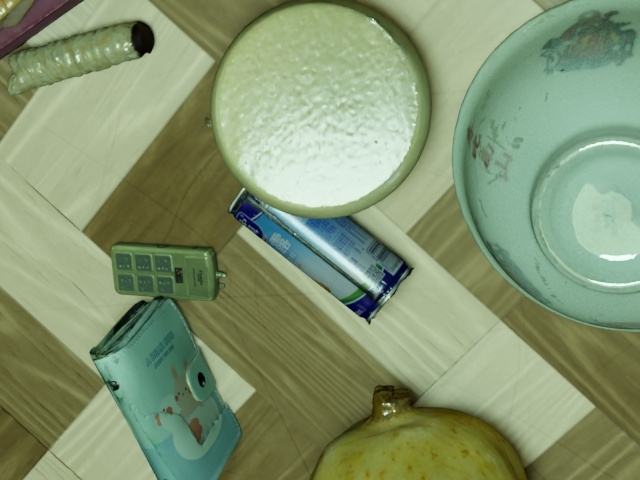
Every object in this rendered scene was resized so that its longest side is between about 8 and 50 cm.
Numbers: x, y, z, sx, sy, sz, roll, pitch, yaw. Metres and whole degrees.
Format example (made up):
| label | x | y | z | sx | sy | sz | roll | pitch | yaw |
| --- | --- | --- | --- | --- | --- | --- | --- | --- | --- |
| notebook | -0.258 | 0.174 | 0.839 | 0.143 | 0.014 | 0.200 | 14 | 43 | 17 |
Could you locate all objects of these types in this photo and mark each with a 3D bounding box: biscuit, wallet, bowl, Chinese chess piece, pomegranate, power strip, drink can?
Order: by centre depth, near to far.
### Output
| label | x | y | z | sx | sy | sz | roll | pitch | yaw |
| --- | --- | --- | --- | --- | --- | --- | --- | --- | --- |
| bowl | 0.346 | -0.056 | 1.489 | 0.435 | 0.196 | 0.434 | 6 | 111 | 15 |
| Chinese chess piece | 0.000 | -0.160 | 1.577 | 0.273 | 0.102 | 0.273 | 0 | 94 | 5 |
| pomegranate | 0.126 | 0.350 | 1.680 | 0.307 | 0.307 | 0.307 | 6 | 111 | 16 |
| drink can | 0.000 | 0.000 | 1.681 | 0.235 | 0.097 | 0.097 | 37 | 117 | 1 |
| biscuit | -0.321 | -0.240 | 1.718 | 0.219 | 0.061 | 0.055 | -11 | 150 | 24 |
| wallet | -0.209 | 0.216 | 1.782 | 0.075 | 0.176 | 0.250 | -15 | 111 | 27 |
| power strip | -0.209 | 0.043 | 1.804 | 0.169 | 0.028 | 0.076 | 2 | 109 | 18 |

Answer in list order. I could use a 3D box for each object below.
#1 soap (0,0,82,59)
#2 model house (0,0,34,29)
| label | x | y | z | sx | sy | sz | roll | pitch | yaw |
| --- | --- | --- | --- | --- | --- | --- | --- | --- | --- |
| soap | -0.419 | -0.370 | 1.666 | 0.360 | 0.128 | 0.233 | -29 | 101 | 25 |
| model house | -0.483 | -0.297 | 1.520 | 0.237 | 0.237 | 0.202 | -39 | 92 | 23 |
